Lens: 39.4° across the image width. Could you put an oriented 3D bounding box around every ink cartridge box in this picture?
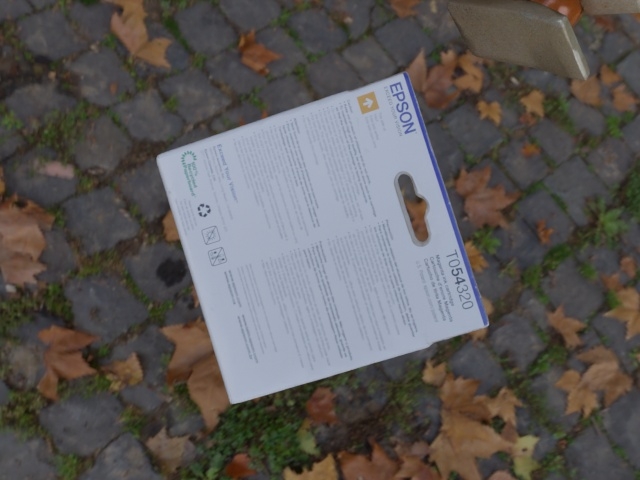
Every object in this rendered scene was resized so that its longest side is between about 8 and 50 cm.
[{"bbox_3d":[0.000,0.000,1.098,0.330,0.071,0.324,-17,86,7],"label":"ink cartridge box"}]

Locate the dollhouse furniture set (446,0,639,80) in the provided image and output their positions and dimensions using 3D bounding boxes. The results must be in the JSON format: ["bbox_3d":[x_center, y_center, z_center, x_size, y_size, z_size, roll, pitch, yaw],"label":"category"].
[{"bbox_3d":[0.134,-0.264,0.487,0.262,0.135,0.259,-47,127,-13],"label":"dollhouse furniture set"}]
